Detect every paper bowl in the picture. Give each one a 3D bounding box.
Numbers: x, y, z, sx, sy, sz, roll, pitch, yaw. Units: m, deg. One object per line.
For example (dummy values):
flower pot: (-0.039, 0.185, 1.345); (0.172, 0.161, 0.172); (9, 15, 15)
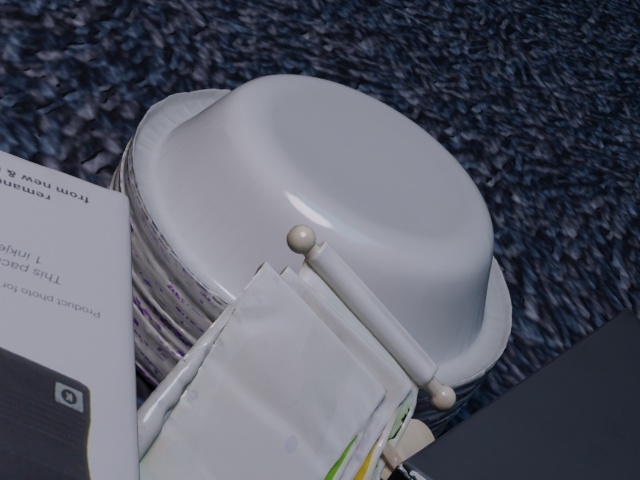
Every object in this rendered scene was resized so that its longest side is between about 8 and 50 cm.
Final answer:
paper bowl: (0.000, 0.000, 0.825); (0.284, 0.148, 0.284); (23, 32, -15)

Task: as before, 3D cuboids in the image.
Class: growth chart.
growth chart: (-0.026, 0.109, 0.646); (0.237, 0.021, 0.172); (-45, 111, -33)

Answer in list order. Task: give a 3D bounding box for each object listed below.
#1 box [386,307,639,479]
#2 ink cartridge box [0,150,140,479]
box: (0.099, 0.162, 0.657); (0.103, 0.184, 0.261); (45, 33, 17)
ink cartridge box: (-0.160, 0.137, 0.426); (0.129, 0.223, 0.307); (19, 34, -25)
